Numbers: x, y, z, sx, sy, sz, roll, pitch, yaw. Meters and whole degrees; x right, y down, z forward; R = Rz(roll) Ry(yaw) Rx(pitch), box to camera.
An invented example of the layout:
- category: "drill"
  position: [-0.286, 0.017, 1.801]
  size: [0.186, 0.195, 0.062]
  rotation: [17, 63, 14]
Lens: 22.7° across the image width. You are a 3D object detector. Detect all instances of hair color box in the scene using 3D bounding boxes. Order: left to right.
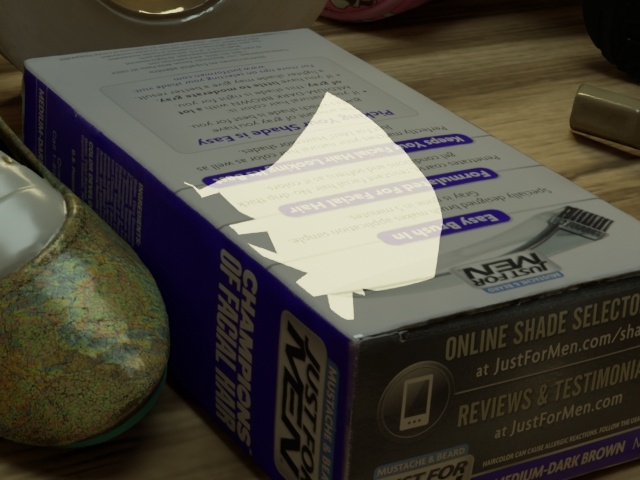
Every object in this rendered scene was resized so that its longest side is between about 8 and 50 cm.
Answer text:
- category: "hair color box"
  position: [0.000, 0.000, 0.787]
  size: [0.185, 0.110, 0.339]
  rotation: [-11, 28, -29]

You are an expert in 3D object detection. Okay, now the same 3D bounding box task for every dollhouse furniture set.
- category: "dollhouse furniture set"
  position: [0.232, -0.095, 1.058]
  size: [0.114, 0.091, 0.081]
  rotation: [21, 16, 37]

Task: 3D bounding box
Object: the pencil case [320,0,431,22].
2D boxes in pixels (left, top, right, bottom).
- category: "pencil case"
  position: [0.118, -0.299, 1.363]
  size: [0.167, 0.160, 0.386]
  rotation: [52, 41, 8]

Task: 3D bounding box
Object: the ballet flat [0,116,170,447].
- category: "ballet flat"
  position: [-0.186, -0.020, 0.779]
  size: [0.123, 0.123, 0.348]
  rotation: [-10, 29, -26]

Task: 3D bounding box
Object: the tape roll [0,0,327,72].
- category: "tape roll"
  position: [-0.117, -0.227, 1.032]
  size: [0.286, 0.286, 0.100]
  rotation: [-12, 31, -29]

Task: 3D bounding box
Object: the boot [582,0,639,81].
- category: "boot"
  position: [0.347, -0.169, 1.194]
  size: [0.246, 0.094, 0.207]
  rotation: [18, 28, 30]
